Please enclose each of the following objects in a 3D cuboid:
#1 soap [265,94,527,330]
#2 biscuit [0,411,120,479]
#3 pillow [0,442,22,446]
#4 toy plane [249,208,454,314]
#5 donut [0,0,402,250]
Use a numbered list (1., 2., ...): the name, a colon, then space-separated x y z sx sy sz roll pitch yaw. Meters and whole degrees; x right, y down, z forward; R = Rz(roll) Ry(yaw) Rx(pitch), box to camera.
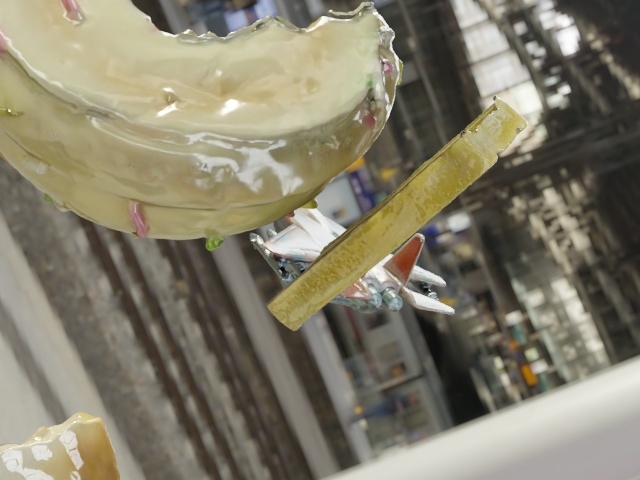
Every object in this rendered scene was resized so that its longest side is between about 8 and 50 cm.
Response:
1. soap: 0.057 -0.018 1.152 0.037 0.252 0.092 48 37 -1
2. biscuit: -0.244 0.240 0.867 0.040 0.309 0.204 2 -72 50
3. pillow: -0.524 0.349 1.927 0.084 0.223 0.236 61 38 -10
4. toy plane: -0.002 0.007 1.518 0.326 0.223 0.104 26 -77 55
5. donut: -0.133 -0.136 1.208 0.307 0.371 0.150 -60 174 -40
